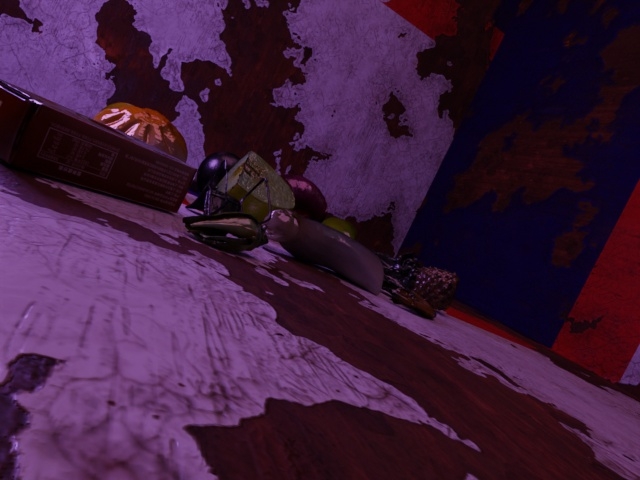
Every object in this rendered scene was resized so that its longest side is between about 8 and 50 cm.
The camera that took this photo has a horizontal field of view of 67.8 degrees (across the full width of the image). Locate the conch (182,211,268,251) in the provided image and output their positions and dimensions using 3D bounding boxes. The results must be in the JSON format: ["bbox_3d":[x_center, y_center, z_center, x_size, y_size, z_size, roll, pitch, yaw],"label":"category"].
[{"bbox_3d":[-0.182,-0.016,0.998,0.201,0.079,0.095,-6,41,-50],"label":"conch"}]

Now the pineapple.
[{"bbox_3d":[0.325,0.124,1.760,0.365,0.165,0.165,25,3,16],"label":"pineapple"}]

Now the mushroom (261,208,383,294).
[{"bbox_3d":[0.003,0.020,1.376,0.397,0.126,0.177,28,11,-23],"label":"mushroom"}]

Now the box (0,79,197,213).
[{"bbox_3d":[-0.529,-0.210,1.027,0.345,0.122,0.385,27,4,31],"label":"box"}]

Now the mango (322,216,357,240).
[{"bbox_3d":[0.100,-0.027,2.439,0.193,0.155,0.343,16,10,-13],"label":"mango"}]

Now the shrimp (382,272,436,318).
[{"bbox_3d":[0.228,0.152,1.471,0.290,0.054,0.222,36,7,23],"label":"shrimp"}]

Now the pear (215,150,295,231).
[{"bbox_3d":[-0.211,-0.136,1.590,0.292,0.159,0.292,33,29,-21],"label":"pear"}]

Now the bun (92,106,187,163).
[{"bbox_3d":[-0.546,-0.317,1.447,0.299,0.164,0.299,24,25,-12],"label":"bun"}]

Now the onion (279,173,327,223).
[{"bbox_3d":[-0.126,-0.135,1.804,0.273,0.256,0.230,-4,-37,49],"label":"onion"}]

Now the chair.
[{"bbox_3d":[-0.255,-0.082,1.267,0.140,0.221,0.145,23,47,-38],"label":"chair"}]

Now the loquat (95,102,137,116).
[{"bbox_3d":[-0.742,-0.429,1.849,0.213,0.213,0.246,28,34,37],"label":"loquat"}]

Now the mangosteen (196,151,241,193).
[{"bbox_3d":[-0.340,-0.221,1.790,0.250,0.211,0.211,27,4,28],"label":"mangosteen"}]

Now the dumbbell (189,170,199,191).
[{"bbox_3d":[-0.572,-0.270,1.891,0.231,0.092,0.082,23,33,-22],"label":"dumbbell"}]
